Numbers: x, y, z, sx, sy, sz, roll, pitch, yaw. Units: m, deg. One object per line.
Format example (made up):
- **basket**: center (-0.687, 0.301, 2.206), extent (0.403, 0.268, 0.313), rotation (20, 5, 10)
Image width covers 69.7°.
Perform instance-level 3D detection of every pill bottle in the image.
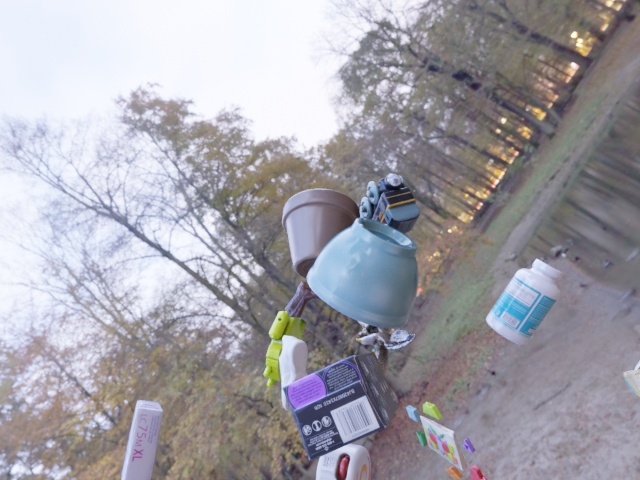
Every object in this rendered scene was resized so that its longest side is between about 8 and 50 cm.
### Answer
- **pill bottle**: center (0.667, 0.194, 1.487), extent (0.264, 0.146, 0.146), rotation (-61, -14, 13)

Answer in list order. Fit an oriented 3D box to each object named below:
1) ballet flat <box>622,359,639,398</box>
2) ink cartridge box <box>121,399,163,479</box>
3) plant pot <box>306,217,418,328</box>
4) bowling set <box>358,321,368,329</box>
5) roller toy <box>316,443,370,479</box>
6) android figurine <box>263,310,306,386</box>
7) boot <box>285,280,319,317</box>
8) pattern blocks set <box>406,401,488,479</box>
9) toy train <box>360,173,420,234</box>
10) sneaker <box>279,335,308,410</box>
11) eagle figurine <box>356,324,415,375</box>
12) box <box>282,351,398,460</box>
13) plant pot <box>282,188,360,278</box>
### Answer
- **ballet flat**: center (0.713, 0.233, 0.922), extent (0.232, 0.073, 0.080), rotation (-29, -34, -11)
- **ink cartridge box**: center (-0.406, 0.465, 1.037), extent (0.311, 0.065, 0.186), rotation (148, 131, -63)
- **plant pot**: center (0.134, 0.062, 1.197), extent (0.293, 0.293, 0.196), rotation (-23, -43, -66)
- **bowling set**: center (0.309, 0.294, 2.126), extent (0.154, 0.199, 0.287), rotation (-141, 67, -74)
- **roller toy**: center (0.072, 0.766, 1.510), extent (0.191, 0.146, 0.209), rotation (-3, -87, -66)
- **android figurine**: center (-0.119, 0.353, 1.531), extent (0.248, 0.056, 0.273), rotation (82, -154, -45)
- **boot**: center (-0.043, 0.199, 1.420), extent (0.114, 0.106, 0.037), rotation (-61, -13, 2)
- **pattern blocks set**: center (0.409, 0.676, 1.536), extent (0.026, 0.285, 0.325), rotation (-24, -1, -22)
- **toy train**: center (0.220, -0.073, 1.539), extent (0.142, 0.190, 0.334), rotation (-13, -28, -16)
- **sneaker**: center (-0.086, 0.375, 1.316), extent (0.080, 0.094, 0.212), rotation (0, -80, -40)
- **eagle figurine**: center (0.249, 0.416, 1.816), extent (0.225, 0.298, 0.226), rotation (-21, -58, -8)
- **box**: center (0.053, 0.334, 0.969), extent (0.165, 0.143, 0.270), rotation (-26, -17, 8)
- **plant pot**: center (0.000, 0.000, 1.495), extent (0.263, 0.263, 0.229), rotation (106, 169, -53)
